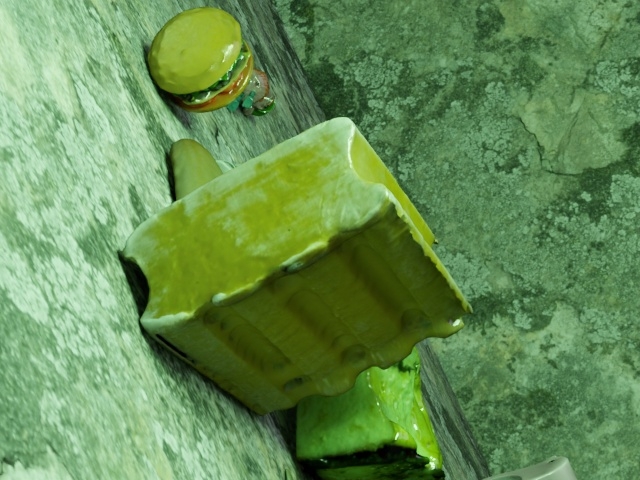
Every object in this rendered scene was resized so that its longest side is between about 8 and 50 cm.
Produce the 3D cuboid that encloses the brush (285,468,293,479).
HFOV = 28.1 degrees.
[{"bbox_3d":[-0.032,0.295,1.503,0.016,0.013,0.083,57,8,-23],"label":"brush"}]

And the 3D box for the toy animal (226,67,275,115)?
[{"bbox_3d":[-0.146,-0.292,2.491,0.103,0.100,0.208,24,9,6],"label":"toy animal"}]

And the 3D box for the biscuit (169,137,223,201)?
[{"bbox_3d":[-0.119,0.011,1.706,0.237,0.062,0.290,58,8,-34],"label":"biscuit"}]

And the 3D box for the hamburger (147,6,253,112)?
[{"bbox_3d":[-0.178,-0.273,1.925,0.115,0.162,0.162,53,12,-55],"label":"hamburger"}]

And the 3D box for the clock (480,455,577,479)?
[{"bbox_3d":[0.309,0.470,2.179,0.290,0.275,0.080,-32,99,-79],"label":"clock"}]

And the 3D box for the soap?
[{"bbox_3d":[-0.017,0.047,1.420,0.335,0.293,0.156,46,20,-59],"label":"soap"}]

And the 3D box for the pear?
[{"bbox_3d":[0.069,0.208,1.709,0.238,0.164,0.255,48,32,-57],"label":"pear"}]

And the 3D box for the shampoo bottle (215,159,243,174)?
[{"bbox_3d":[-0.127,-0.081,1.910,0.074,0.074,0.192,65,10,16],"label":"shampoo bottle"}]
